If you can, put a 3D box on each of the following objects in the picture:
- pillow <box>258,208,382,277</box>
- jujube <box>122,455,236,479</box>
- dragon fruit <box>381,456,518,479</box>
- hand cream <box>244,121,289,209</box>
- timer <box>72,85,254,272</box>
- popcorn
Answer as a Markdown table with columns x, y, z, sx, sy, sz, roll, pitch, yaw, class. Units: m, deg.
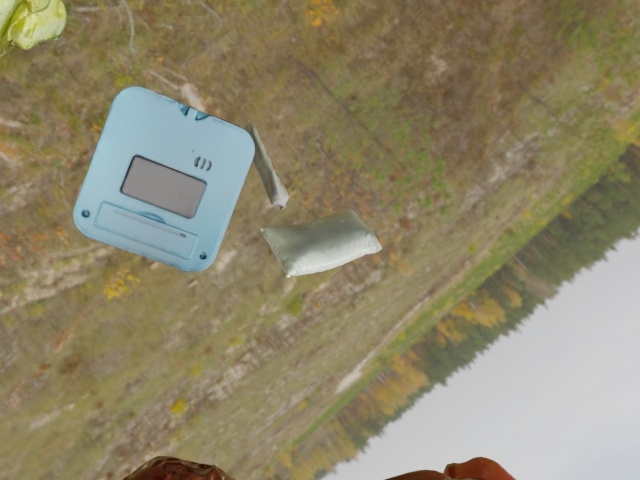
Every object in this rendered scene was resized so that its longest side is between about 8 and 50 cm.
| x | y | z | sx | sy | sz | roll | pitch | yaw | class |
| --- | --- | --- | --- | --- | --- | --- | --- | --- | --- |
| -0.001 | -0.001 | 1.445 | 0.253 | 0.144 | 0.078 | -15 | 147 | -31 | pillow |
| -0.179 | 0.387 | 0.849 | 0.212 | 0.213 | 0.232 | -34 | 161 | -21 | jujube |
| 0.085 | 0.278 | 0.410 | 0.291 | 0.291 | 0.189 | -47 | 156 | 28 | dragon fruit |
| -0.101 | -0.133 | 1.216 | 0.037 | 0.165 | 0.057 | -23 | 178 | -30 | hand cream |
| -0.248 | -0.098 | 1.069 | 0.250 | 0.231 | 0.091 | -67 | -165 | 6 | timer |
| -0.360 | -0.273 | 0.712 | 0.173 | 0.142 | 0.173 | -28 | -174 | 3 | popcorn |
